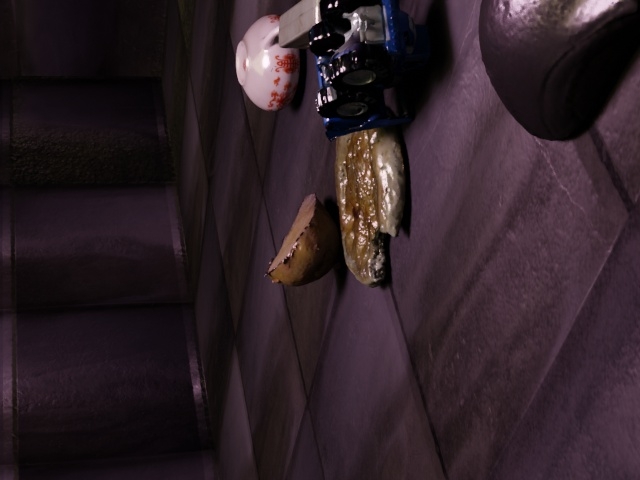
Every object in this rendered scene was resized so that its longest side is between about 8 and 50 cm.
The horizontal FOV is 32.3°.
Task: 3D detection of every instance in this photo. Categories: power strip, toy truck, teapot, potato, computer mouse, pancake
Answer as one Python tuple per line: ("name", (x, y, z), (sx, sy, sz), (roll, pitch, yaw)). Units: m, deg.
("power strip", (0.016, -0.294, 1.462), (0.288, 0.093, 0.053), (-167, 79, -76))
("toy truck", (0.053, -0.203, 1.265), (0.208, 0.126, 0.113), (119, 146, -71))
("teapot", (-0.079, -0.301, 1.847), (0.245, 0.116, 0.159), (148, 130, -67))
("potato", (0.000, 0.000, 1.639), (0.100, 0.089, 0.172), (-42, 15, 46))
("computer mouse", (0.179, -0.177, 0.867), (0.264, 0.088, 0.147), (115, 147, -56))
("pancake", (0.059, -0.064, 1.438), (0.253, 0.037, 0.253), (177, 90, -76))
